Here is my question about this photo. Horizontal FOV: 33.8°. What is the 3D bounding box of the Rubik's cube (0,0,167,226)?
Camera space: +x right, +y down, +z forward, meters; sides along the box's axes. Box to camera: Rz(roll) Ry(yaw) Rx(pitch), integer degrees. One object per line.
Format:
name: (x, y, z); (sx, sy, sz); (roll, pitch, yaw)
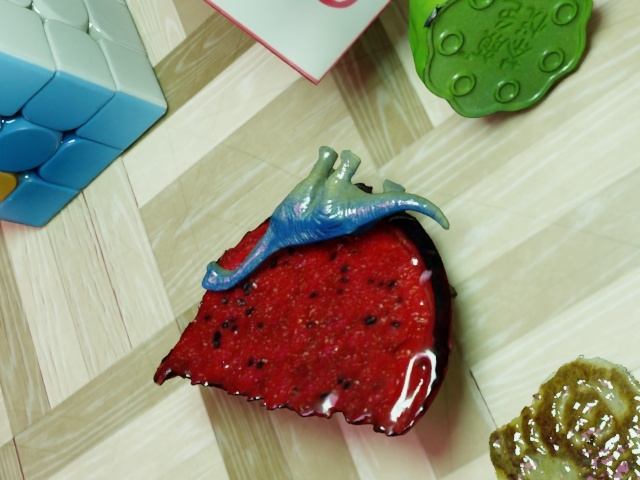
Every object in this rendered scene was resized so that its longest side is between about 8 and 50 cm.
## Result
Rubik's cube: (-0.430, -0.228, 1.386); (0.291, 0.290, 0.291); (-37, 62, 26)

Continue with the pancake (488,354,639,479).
pancake: (0.260, 0.232, 0.938); (0.257, 0.056, 0.212); (36, 95, 43)

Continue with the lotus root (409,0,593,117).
lotus root: (0.155, -0.242, 1.056); (0.186, 0.186, 0.186); (-8, 76, 35)

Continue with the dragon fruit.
dragon fruit: (0.017, 0.073, 1.113); (0.343, 0.100, 0.282); (9, 66, 38)

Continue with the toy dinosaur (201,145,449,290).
toy dinosaur: (0.000, 0.000, 1.089); (0.247, 0.075, 0.188); (20, 77, 37)

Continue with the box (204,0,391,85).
box: (-0.038, -0.403, 1.073); (0.312, 0.300, 0.314); (-47, 29, 20)
